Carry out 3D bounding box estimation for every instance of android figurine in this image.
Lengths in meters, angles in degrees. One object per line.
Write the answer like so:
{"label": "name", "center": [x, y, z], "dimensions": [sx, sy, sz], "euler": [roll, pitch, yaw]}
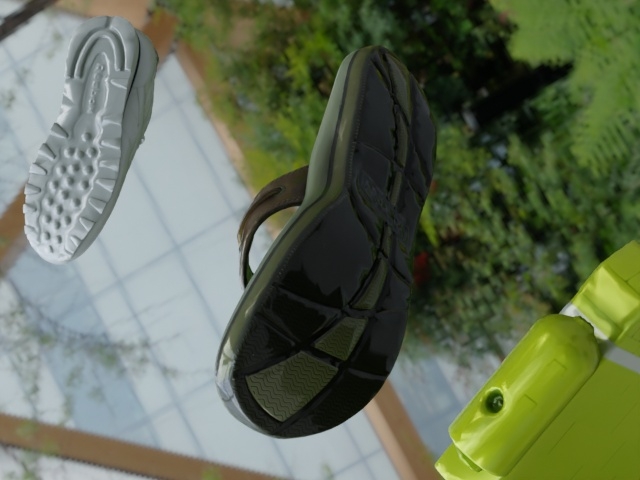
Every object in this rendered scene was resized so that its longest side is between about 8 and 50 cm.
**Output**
{"label": "android figurine", "center": [0.179, 0.102, 0.758], "dimensions": [0.248, 0.273, 0.056], "euler": [26, -162, -46]}

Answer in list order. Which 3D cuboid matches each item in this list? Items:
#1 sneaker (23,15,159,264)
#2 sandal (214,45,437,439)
{"label": "sneaker", "center": [-0.203, -0.087, 1.178], "dimensions": [0.090, 0.235, 0.095], "euler": [17, 174, 16]}
{"label": "sandal", "center": [0.001, 0.000, 0.792], "dimensions": [0.120, 0.086, 0.303], "euler": [56, -143, -32]}
